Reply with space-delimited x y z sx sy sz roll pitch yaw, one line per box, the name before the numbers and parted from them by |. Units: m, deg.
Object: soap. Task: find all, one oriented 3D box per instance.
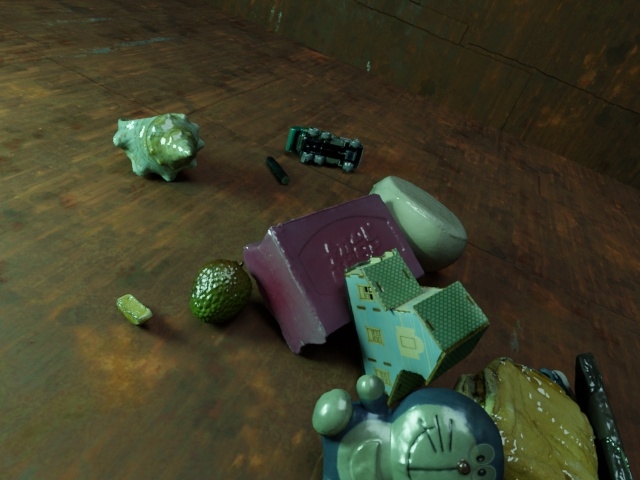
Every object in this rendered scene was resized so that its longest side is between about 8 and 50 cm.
soap | 0.040 0.053 0.999 0.359 0.128 0.233 -22 81 -46

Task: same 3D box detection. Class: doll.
doll | 0.123 0.307 0.672 0.258 0.228 0.154 -5 -12 19

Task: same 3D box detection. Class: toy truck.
toy truck | 0.011 -0.316 1.598 0.253 0.114 0.124 9 24 -18

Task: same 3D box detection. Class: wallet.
wallet | 0.509 0.362 0.854 0.042 0.165 0.310 -11 34 20

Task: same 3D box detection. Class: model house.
model house | 0.178 0.148 0.834 0.178 0.271 0.206 -15 8 -37

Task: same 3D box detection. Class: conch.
conch | -0.429 -0.241 1.218 0.386 0.170 0.203 5 -10 43

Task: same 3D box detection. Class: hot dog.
hot dog | -0.327 0.128 0.839 0.090 0.034 0.030 23 38 39

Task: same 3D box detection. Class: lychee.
lychee | -0.188 0.090 0.900 0.114 0.114 0.146 25 52 7

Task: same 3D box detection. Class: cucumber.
cucumber | -0.133 -0.217 1.442 0.032 0.032 0.133 -4 40 -33

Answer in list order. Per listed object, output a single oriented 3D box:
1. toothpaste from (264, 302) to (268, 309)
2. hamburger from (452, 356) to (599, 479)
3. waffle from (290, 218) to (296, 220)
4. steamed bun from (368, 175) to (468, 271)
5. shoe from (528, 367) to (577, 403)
toothpaste | -0.030 0.062 1.062 0.074 0.048 0.297 33 40 10
hamburger | 0.334 0.344 0.794 0.259 0.145 0.283 37 30 4
waffle | 0.000 0.000 1.200 0.169 0.036 0.183 -10 44 -36
steamed bun | 0.230 -0.027 1.227 0.282 0.177 0.283 29 21 -13
shoe | 0.479 0.319 0.983 0.071 0.064 0.143 22 30 0
